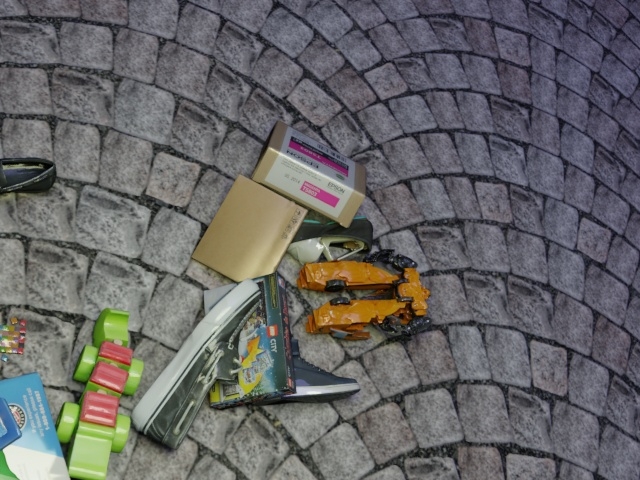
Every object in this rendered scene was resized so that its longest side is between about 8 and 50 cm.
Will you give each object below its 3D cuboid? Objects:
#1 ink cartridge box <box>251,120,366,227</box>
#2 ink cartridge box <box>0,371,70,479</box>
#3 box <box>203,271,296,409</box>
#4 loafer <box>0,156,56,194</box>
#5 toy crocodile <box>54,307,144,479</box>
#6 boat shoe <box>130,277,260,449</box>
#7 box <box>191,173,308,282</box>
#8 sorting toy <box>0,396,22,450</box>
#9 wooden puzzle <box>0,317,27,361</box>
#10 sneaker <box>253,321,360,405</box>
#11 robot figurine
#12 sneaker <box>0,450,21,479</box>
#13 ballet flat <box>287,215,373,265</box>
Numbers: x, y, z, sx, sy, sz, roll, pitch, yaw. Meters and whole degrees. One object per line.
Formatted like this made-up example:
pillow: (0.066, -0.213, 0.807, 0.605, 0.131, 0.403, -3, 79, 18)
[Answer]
ink cartridge box: (-0.019, -0.147, 1.825, 0.234, 0.088, 0.193, 27, 22, -10)
ink cartridge box: (-0.584, 0.394, 1.237, 0.394, 0.166, 0.286, -11, 69, -32)
box: (-0.136, 0.190, 1.598, 0.159, 0.044, 0.233, -15, 63, 15)
loafer: (-0.605, -0.121, 1.567, 0.223, 0.078, 0.076, -9, 68, -31)
toy crocodile: (-0.370, 0.258, 1.433, 0.115, 0.105, 0.341, 21, 36, -15)
boat shoe: (-0.198, 0.226, 1.527, 0.119, 0.121, 0.335, 36, 78, 4)
box: (-0.143, -0.013, 1.716, 0.164, 0.021, 0.201, 28, 79, 3)
sorting toy: (-0.546, 0.335, 1.108, 0.196, 0.047, 0.348, 38, 77, 20)
wooden puzzle: (-0.545, 0.173, 1.480, 0.049, 0.006, 0.083, 9, 60, -23)
sneaker: (-0.031, 0.237, 1.661, 0.226, 0.086, 0.164, 4, 65, -24)
robot figurine: (0.101, 0.120, 1.796, 0.290, 0.085, 0.211, 1, 63, -26)
sneaker: (-0.428, 0.388, 1.171, 0.296, 0.109, 0.123, 59, 24, 17)
ballet flat: (0.000, 0.000, 1.807, 0.280, 0.095, 0.096, -4, 74, -29)
